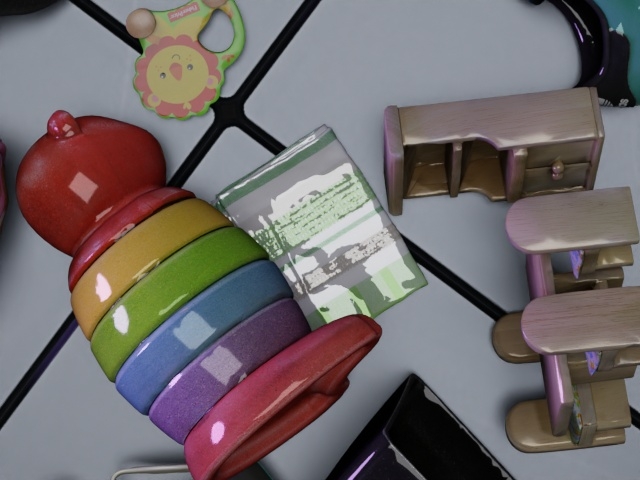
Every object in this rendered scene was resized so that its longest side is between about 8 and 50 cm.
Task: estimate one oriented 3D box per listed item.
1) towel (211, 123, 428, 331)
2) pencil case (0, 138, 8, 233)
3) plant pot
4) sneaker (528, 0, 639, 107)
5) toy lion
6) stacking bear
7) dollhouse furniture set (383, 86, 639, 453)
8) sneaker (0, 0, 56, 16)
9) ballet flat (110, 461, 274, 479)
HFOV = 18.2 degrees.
[{"bbox_3d":[0.000,0.000,1.570,0.113,0.023,0.152,-33,92,2],"label":"towel"},{"bbox_3d":[-0.430,-0.055,1.498,0.386,0.167,0.160,18,83,1],"label":"pencil case"},{"bbox_3d":[0.063,0.240,1.507,0.167,0.187,0.188,-42,92,13],"label":"plant pot"},{"bbox_3d":[0.200,-0.246,1.519,0.121,0.108,0.302,-19,93,-3],"label":"sneaker"},{"bbox_3d":[-0.103,-0.146,1.565,0.100,0.034,0.096,-23,99,1],"label":"toy lion"},{"bbox_3d":[-0.117,0.027,1.507,0.164,0.175,0.289,-35,78,-25],"label":"stacking bear"},{"bbox_3d":[0.140,0.022,1.483,0.161,0.212,0.242,-6,65,-1],"label":"dollhouse furniture set"},{"bbox_3d":[-0.305,-0.216,1.528,0.270,0.090,0.145,-33,50,-25],"label":"sneaker"},{"bbox_3d":[-0.166,0.234,1.552,0.280,0.095,0.096,-19,82,-9],"label":"ballet flat"}]
